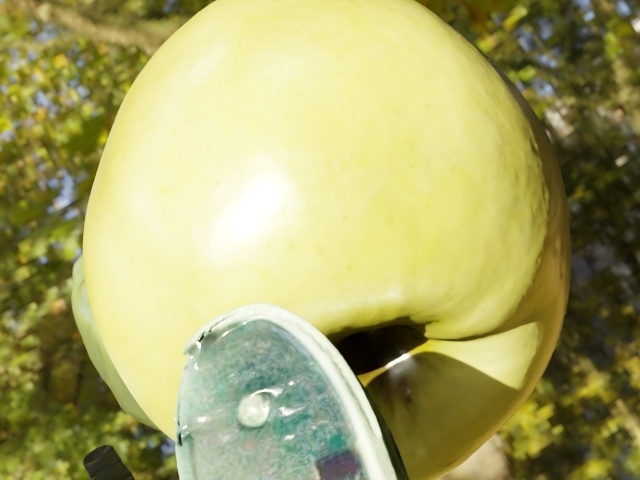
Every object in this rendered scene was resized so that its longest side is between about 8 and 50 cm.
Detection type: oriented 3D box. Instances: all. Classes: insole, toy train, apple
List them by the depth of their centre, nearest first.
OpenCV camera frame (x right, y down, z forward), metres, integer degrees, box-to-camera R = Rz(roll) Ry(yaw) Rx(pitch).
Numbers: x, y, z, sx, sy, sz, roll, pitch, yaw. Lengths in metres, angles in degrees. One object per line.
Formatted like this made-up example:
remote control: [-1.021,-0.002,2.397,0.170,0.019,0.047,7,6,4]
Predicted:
toy train: [0.034,0.210,0.519,0.086,0.407,0.088,-23,-29,8]
apple: [0.000,0.000,0.752,0.262,0.262,0.262,-28,-16,-9]
insole: [-0.229,0.258,1.572,0.053,0.002,0.152,-28,24,-11]

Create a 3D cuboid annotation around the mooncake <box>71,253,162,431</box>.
mooncake: [-0.090,0.048,1.596,0.351,0.351,0.187,-25,-38,-19]
